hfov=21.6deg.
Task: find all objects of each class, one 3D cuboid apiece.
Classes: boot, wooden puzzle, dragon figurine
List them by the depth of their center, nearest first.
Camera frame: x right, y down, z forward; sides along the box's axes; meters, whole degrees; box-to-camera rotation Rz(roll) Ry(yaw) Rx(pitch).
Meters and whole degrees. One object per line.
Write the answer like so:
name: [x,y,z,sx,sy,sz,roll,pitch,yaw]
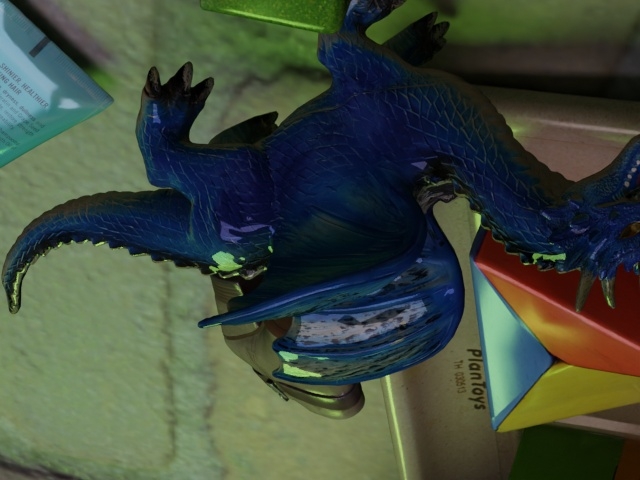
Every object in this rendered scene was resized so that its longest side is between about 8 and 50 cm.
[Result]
dragon figurine: [0.000,0.000,0.605,0.289,0.144,0.085,-24,154,12]
wooden puzzle: [0.192,0.087,0.708,0.347,0.080,0.322,4,135,17]
boot: [-0.001,0.049,0.748,0.118,0.042,0.087,24,152,45]

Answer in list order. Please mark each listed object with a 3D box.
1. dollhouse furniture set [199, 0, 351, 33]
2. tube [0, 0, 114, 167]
dollhouse furniture set: [-0.057,-0.233,0.425,0.197,0.151,0.302,15,137,7]
tube: [-0.188,-0.041,0.753,0.207,0.052,0.080,-30,123,34]
